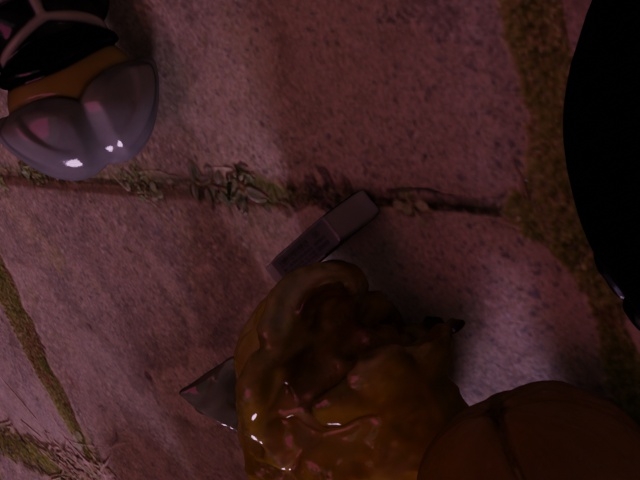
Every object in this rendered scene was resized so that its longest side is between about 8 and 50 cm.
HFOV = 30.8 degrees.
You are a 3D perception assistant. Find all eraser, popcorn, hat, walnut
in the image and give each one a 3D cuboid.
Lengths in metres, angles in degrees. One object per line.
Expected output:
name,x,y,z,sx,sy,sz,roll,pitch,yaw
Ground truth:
eraser,0.000,0.000,0.995,0.029,0.052,0.122,53,145,3
popcorn,0.018,0.130,0.979,0.190,0.191,0.253,-134,30,-61
hat,-0.054,0.190,1.227,0.166,0.144,0.173,50,-171,3
walnut,0.173,0.213,0.866,0.193,0.193,0.225,-10,122,52

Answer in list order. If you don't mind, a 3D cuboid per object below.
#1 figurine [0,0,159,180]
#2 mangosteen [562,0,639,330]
figurine,-0.250,-0.167,1.045,0.236,0.176,0.133,63,172,-7
mangosteen,0.250,-0.053,0.459,0.297,0.297,0.313,48,141,8
